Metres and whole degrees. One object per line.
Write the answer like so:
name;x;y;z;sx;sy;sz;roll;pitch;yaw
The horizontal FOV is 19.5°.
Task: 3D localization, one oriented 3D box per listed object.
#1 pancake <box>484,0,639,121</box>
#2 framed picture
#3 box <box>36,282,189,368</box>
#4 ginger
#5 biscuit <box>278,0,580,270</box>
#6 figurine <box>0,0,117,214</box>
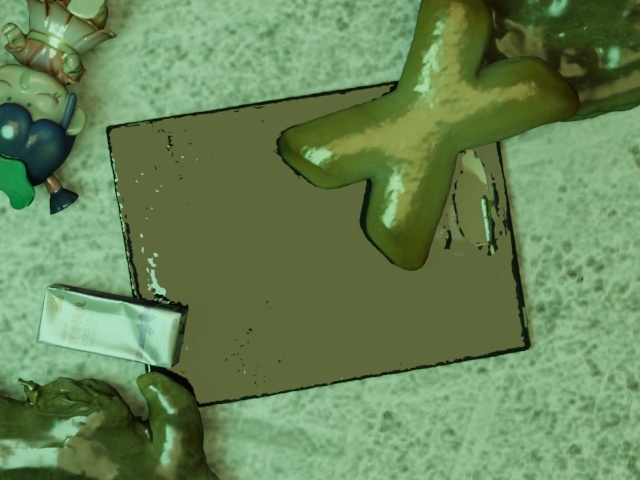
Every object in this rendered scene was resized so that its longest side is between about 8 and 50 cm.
pancake;0.211;-0.209;1.536;0.242;0.050;0.241;0;92;-3
framed picture;0.000;0.000;1.549;0.324;0.013;0.244;-9;94;-4
box;-0.170;0.070;1.518;0.117;0.036;0.050;9;94;3
ginger;-0.201;0.173;1.507;0.333;0.080;0.166;16;103;-2
biscuit;0.088;-0.096;1.511;0.164;0.047;0.208;43;97;-7
figurine;-0.222;-0.117;1.484;0.111;0.102;0.195;26;87;7
